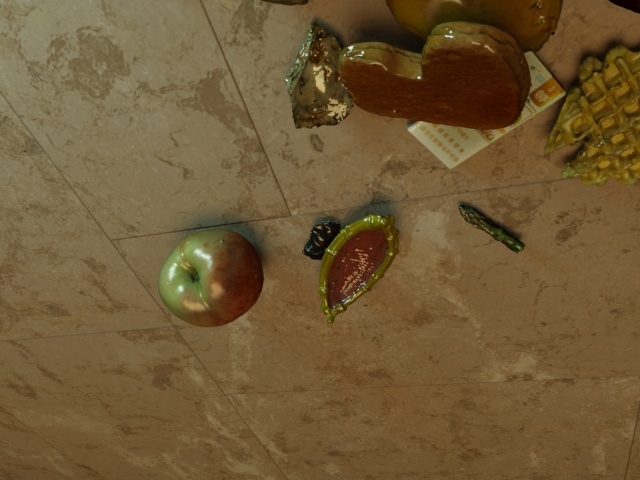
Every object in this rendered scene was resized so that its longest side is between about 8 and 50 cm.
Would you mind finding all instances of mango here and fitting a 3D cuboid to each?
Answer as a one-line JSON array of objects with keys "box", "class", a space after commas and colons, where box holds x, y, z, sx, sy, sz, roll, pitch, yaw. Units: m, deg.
[{"box": [0.203, -0.321, 0.746, 0.249, 0.151, 0.156, 12, 167, -12], "class": "mango"}]

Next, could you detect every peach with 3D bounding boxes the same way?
[{"box": [-0.221, 0.079, 1.184, 0.233, 0.232, 0.232, 5, 135, 5], "class": "peach"}]

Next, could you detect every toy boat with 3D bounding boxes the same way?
[{"box": [0.075, 0.044, 1.152, 0.141, 0.099, 0.318, 15, 132, -11], "class": "toy boat"}]

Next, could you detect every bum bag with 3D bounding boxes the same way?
[{"box": [0.000, 0.001, 1.162, 0.058, 0.034, 0.124, 5, 137, -15], "class": "bum bag"}]

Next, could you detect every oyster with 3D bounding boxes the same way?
[{"box": [-0.006, -0.257, 0.891, 0.106, 0.056, 0.177, -11, 134, 4], "class": "oyster"}]

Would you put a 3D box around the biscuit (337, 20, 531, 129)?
[{"box": [0.147, -0.232, 0.774, 0.277, 0.052, 0.262, 14, 174, 27], "class": "biscuit"}]

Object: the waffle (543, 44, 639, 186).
[{"box": [0.493, -0.186, 0.879, 0.250, 0.056, 0.261, 3, 133, -1], "class": "waffle"}]

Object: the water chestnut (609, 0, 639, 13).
[{"box": [0.360, -0.370, 0.574, 0.244, 0.289, 0.289, -2, 134, 18], "class": "water chestnut"}]

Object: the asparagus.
[{"box": [0.328, -0.024, 1.083, 0.165, 0.036, 0.030, 30, 124, -19], "class": "asparagus"}]

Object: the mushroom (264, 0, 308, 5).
[{"box": [-0.084, -0.397, 0.672, 0.292, 0.212, 0.217, 17, 127, -17], "class": "mushroom"}]

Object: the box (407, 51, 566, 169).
[{"box": [0.264, -0.213, 0.906, 0.122, 0.032, 0.220, 36, 129, -25], "class": "box"}]
